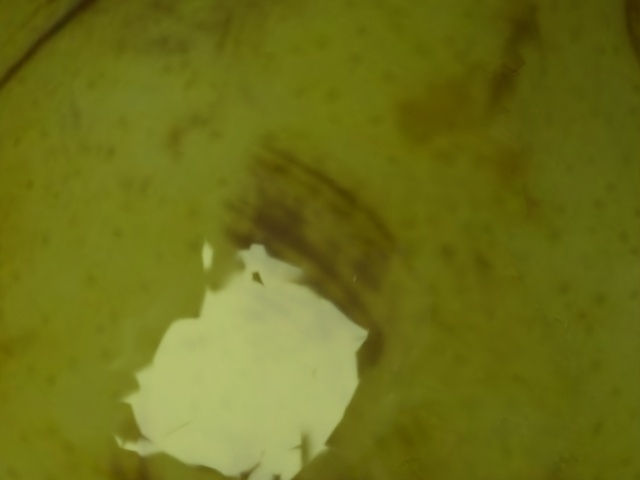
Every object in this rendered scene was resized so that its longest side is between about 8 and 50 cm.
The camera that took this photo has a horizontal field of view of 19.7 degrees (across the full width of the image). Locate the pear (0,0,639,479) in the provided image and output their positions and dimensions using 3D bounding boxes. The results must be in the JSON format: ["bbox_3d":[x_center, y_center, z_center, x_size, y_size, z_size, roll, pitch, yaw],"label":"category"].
[{"bbox_3d":[0.000,0.000,0.464,0.281,0.280,0.280,6,117,12],"label":"pear"}]
